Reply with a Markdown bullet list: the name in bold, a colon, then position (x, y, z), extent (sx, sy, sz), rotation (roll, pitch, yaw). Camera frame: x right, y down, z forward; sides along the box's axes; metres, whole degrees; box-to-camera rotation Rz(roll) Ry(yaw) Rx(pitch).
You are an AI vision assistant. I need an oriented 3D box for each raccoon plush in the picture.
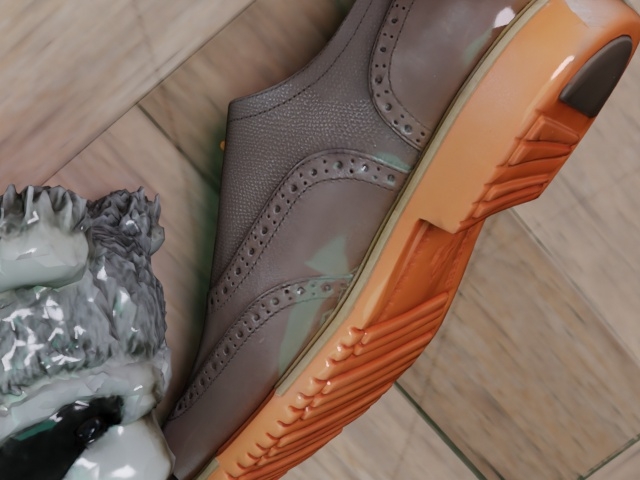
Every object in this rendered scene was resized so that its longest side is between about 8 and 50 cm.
- **raccoon plush**: position (-0.282, 0.050, 0.579), extent (0.446, 0.216, 0.299), rotation (24, 99, -11)

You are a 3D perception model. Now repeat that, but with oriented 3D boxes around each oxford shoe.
- **oxford shoe**: position (0.000, 0.000, 0.631), extent (0.133, 0.130, 0.364), rotation (43, 113, 17)
